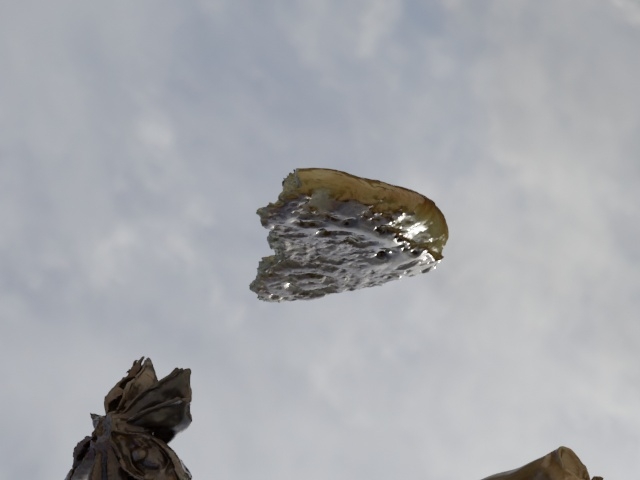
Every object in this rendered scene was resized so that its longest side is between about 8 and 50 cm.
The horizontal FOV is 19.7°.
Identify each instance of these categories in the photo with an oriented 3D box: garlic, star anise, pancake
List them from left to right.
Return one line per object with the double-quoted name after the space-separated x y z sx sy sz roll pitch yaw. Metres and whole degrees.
-0.113 0.135 1.158 0.056 0.124 0.129 38 170 -31 "star anise"
0.000 0.000 1.809 0.266 0.244 0.057 15 -120 -40 "pancake"
0.174 0.227 1.540 0.066 0.152 0.084 19 -124 -42 "garlic"
